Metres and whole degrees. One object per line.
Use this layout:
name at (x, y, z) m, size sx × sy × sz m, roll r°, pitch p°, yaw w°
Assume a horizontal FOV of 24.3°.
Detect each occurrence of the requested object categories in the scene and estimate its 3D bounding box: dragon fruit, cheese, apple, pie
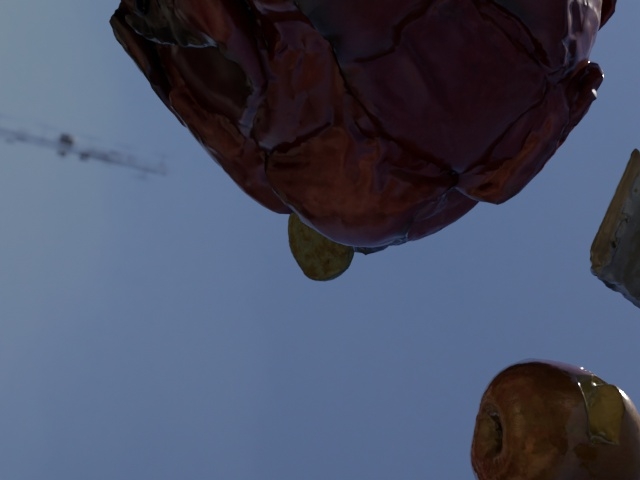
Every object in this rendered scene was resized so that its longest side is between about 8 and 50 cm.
dragon fruit at (0.019, -0.104, 0.613) m, size 0.293 × 0.234 × 0.233 m, roll -61°, pitch 169°, yaw -80°
cheese at (0.309, 0.064, 0.987) m, size 0.034 × 0.400 × 0.085 m, roll 2°, pitch -113°, yaw 51°
apple at (0.264, 0.223, 1.626) m, size 0.199 × 0.199 × 0.199 m, roll -43°, pitch -140°, yaw 52°
pie at (0.000, 0.000, 1.441) m, size 0.085 × 0.017 × 0.085 m, roll 13°, pitch -69°, yaw 36°
